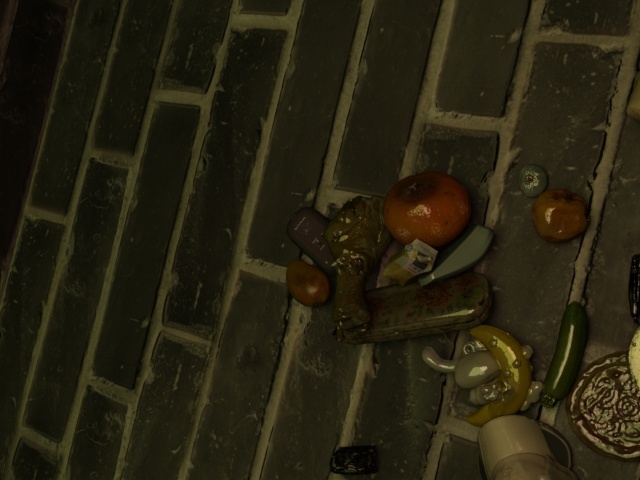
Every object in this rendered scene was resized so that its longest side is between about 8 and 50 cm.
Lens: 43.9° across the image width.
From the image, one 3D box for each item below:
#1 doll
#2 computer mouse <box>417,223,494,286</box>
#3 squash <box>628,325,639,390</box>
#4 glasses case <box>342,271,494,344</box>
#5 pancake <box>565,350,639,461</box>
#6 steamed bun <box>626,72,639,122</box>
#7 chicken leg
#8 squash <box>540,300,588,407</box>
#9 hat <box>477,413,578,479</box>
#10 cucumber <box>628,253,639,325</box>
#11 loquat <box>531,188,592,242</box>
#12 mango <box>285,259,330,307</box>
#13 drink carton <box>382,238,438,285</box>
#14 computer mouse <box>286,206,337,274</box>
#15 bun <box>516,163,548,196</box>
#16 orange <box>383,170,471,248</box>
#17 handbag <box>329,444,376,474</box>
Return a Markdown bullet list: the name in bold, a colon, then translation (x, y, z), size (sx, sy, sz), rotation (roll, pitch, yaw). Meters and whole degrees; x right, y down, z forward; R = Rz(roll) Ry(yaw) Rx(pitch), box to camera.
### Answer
- **doll**: translation (0.401, 0.321, 1.915), size (0.252, 0.111, 0.237), rotation (-30, 83, 21)
- **computer mouse**: translation (0.340, 0.047, 1.964), size (0.231, 0.128, 0.079), rotation (-40, 90, -6)
- **squash**: translation (0.779, 0.262, 1.718), size (0.219, 0.041, 0.219), rotation (-5, 76, 20)
- **glasses case**: translation (0.231, 0.175, 2.022), size (0.425, 0.098, 0.156), rotation (-13, 36, 28)
- **pancake**: translation (0.684, 0.374, 1.781), size (0.250, 0.031, 0.250), rotation (-7, 75, 26)
- **steamed bun**: translation (0.816, -0.320, 1.752), size (0.250, 0.155, 0.200), rotation (26, 95, 34)
- **chicken leg**: translation (0.097, 0.060, 2.050), size (0.152, 0.201, 0.429), rotation (118, 164, -56)
- **squash**: translation (0.572, 0.269, 1.842), size (0.069, 0.069, 0.258), rotation (14, 85, 31)
- **hat**: translation (0.462, 0.535, 1.816), size (0.232, 0.161, 0.275), rotation (-28, 65, 19)
- **cucumber**: translation (0.722, 0.112, 1.804), size (0.039, 0.043, 0.163), rotation (6, 87, -11)
- **loquat**: translation (0.570, -0.057, 1.879), size (0.137, 0.113, 0.137), rotation (-3, 69, 9)
- **mango**: translation (-0.040, 0.122, 2.220), size (0.163, 0.089, 0.111), rotation (24, 81, 41)
- **drink carton**: translation (0.230, 0.047, 1.945), size (0.074, 0.084, 0.200), rotation (-63, 12, -28)
- **computer mouse**: translation (0.001, 0.001, 2.230), size (0.232, 0.057, 0.120), rotation (40, 94, 31)
- **bun**: translation (0.522, -0.149, 1.959), size (0.083, 0.045, 0.083), rotation (-5, 82, 34)
- **orange**: translation (0.267, -0.083, 2.006), size (0.224, 0.170, 0.224), rotation (-17, 43, 16)
- **handbag**: translation (0.070, 0.577, 2.045), size (0.115, 0.139, 0.072), rotation (-9, 83, 28)
